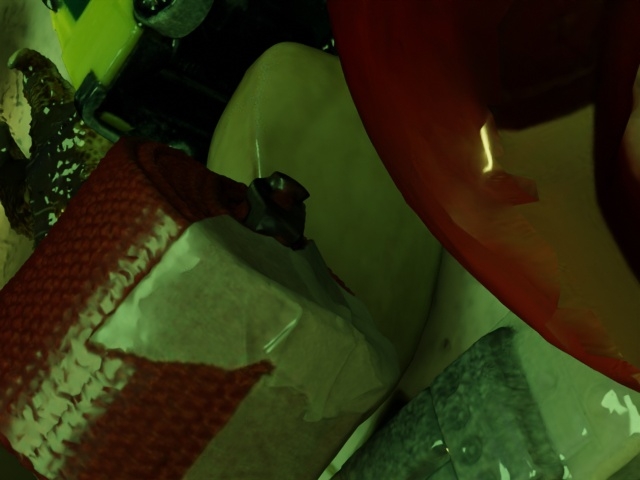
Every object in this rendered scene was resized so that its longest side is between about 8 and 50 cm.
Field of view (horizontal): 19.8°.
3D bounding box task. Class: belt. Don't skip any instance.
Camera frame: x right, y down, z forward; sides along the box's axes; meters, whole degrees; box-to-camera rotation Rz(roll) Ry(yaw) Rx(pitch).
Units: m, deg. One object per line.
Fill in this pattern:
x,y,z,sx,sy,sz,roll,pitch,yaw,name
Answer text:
-0.046,0.030,0.663,0.124,0.128,0.201,-52,9,5,belt

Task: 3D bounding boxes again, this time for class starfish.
-0.154,-0.028,1.085,0.216,0.071,0.238,-68,25,9,starfish

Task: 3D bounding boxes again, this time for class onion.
0.175,-0.114,0.498,0.341,0.341,0.341,-29,51,42,onion

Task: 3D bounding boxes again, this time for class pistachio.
0.000,0.000,0.818,0.108,0.126,0.185,-10,71,16,pistachio

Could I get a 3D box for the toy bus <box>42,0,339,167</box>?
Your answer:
-0.024,-0.168,0.929,0.262,0.128,0.150,-55,36,15,toy bus

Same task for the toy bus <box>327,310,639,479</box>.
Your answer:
0.042,0.137,0.669,0.342,0.138,0.097,-46,40,29,toy bus

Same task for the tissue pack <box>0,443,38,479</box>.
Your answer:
-0.266,0.180,0.803,0.267,0.387,0.276,-4,110,52,tissue pack
